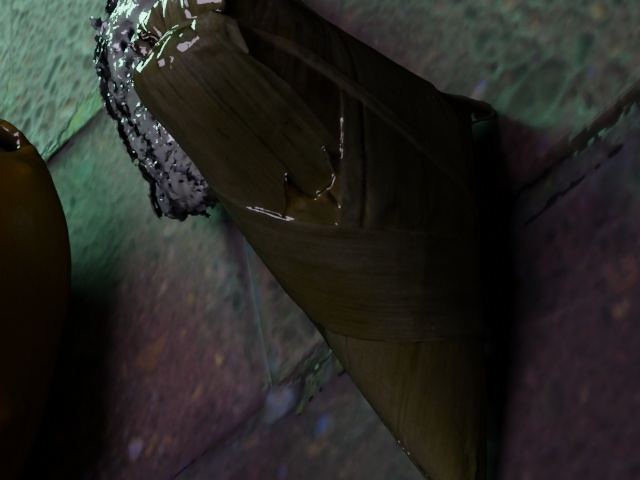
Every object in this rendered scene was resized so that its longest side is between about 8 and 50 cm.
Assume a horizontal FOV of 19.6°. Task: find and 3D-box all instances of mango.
[{"bbox_3d":[-0.211,0.069,0.918,0.201,0.152,0.287,-16,63,38],"label":"mango"}]

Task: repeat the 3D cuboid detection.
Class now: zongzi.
[{"bbox_3d":[0.000,0.000,0.669,0.078,0.160,0.176,-27,52,38],"label":"zongzi"}]

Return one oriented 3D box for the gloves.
[{"bbox_3d":[-0.063,-0.073,0.858,0.114,0.070,0.153,-52,42,23],"label":"gloves"}]
